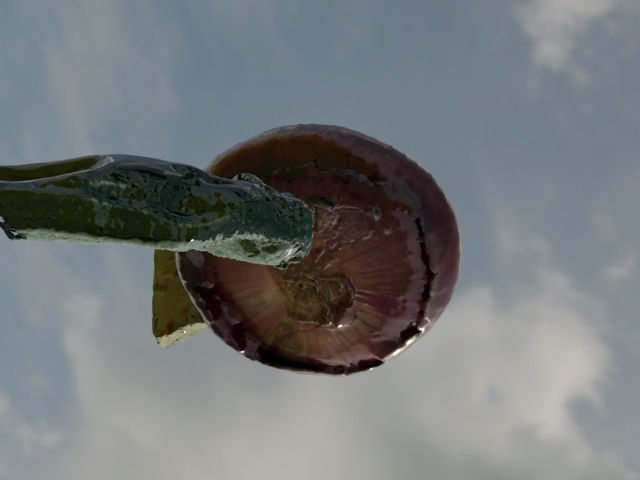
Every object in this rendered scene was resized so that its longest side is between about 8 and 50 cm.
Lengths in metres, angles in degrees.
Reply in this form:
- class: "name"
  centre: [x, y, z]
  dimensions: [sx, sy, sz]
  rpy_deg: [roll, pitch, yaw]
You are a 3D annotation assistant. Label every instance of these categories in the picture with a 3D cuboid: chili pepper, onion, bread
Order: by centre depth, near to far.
- class: "chili pepper"
  centre: [-0.106, -0.021, 1.099]
  dimensions: [0.098, 0.224, 0.061]
  rpy_deg: [29, -73, 59]
- class: "onion"
  centre: [-0.001, 0.002, 1.568]
  dimensions: [0.248, 0.248, 0.161]
  rpy_deg: [-48, -154, 41]
- class: "bread"
  centre: [-0.128, 0.030, 1.733]
  dimensions: [0.068, 0.028, 0.153]
  rpy_deg: [-23, -135, 23]
